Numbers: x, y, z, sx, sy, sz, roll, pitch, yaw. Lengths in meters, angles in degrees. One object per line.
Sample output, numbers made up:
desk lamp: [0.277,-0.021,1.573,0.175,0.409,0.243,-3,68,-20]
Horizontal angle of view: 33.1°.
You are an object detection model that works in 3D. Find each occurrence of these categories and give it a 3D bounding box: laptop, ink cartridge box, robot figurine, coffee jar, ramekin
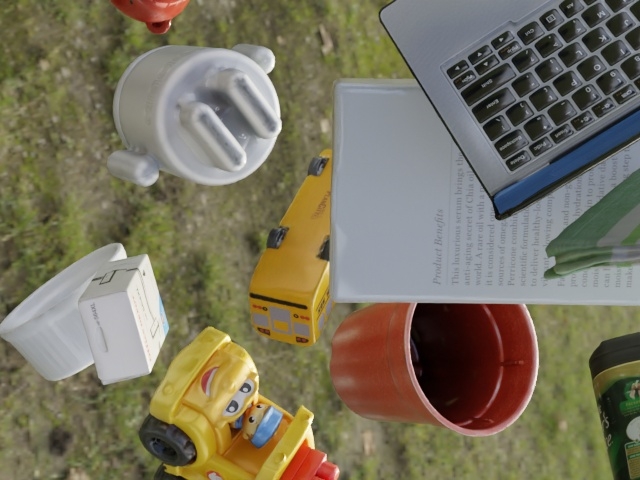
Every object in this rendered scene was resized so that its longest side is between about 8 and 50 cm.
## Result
laptop: [0.241,-0.213,0.822,0.236,0.382,0.407,45,16,-54]
ink cartridge box: [-0.319,0.125,1.768,0.203,0.086,0.148,-91,169,-74]
robot figurine: [-0.193,-0.195,1.640,0.300,0.353,0.199,-42,116,-16]
coffee jar: [0.295,0.179,0.963,0.096,0.079,0.184,51,29,-50]
ramekin: [-0.451,0.138,2.022,0.135,0.277,0.277,56,36,-15]

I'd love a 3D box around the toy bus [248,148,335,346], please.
toy bus: [0.000,0.000,1.693,0.130,0.108,0.332,84,24,-42]

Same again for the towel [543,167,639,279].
towel: [0.374,-0.025,0.878,0.248,0.325,0.038,-32,112,-46]

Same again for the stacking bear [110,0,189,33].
stacking bear: [-0.140,-0.361,1.173,0.175,0.289,0.164,41,26,-2]

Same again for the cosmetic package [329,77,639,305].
cosmetic package: [0.237,-0.057,1.158,0.161,0.454,0.230,-88,179,-78]

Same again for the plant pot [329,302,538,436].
plant pot: [0.167,0.190,1.781,0.273,0.265,0.272,8,75,-32]

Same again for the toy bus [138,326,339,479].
toy bus: [-0.069,0.228,1.172,0.149,0.212,0.220,-52,150,-38]
